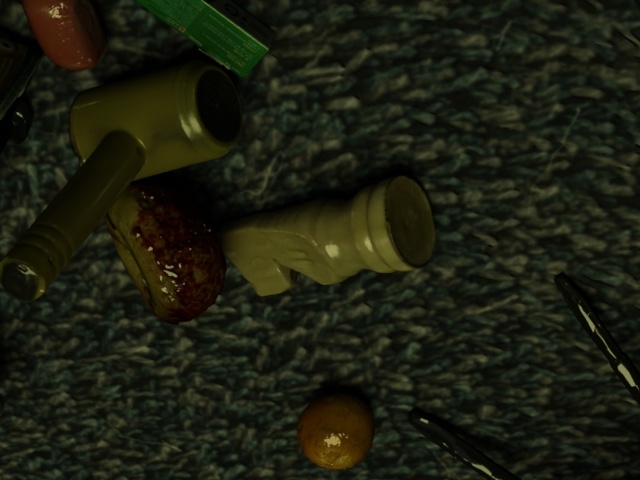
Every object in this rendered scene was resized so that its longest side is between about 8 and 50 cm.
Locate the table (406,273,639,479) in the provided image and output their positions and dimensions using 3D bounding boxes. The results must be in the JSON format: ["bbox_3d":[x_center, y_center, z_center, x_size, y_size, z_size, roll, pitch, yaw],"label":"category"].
[{"bbox_3d":[0.219,0.229,1.386,0.249,0.317,0.317,40,125,-3],"label":"table"}]

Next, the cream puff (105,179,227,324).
[{"bbox_3d":[-0.140,0.004,1.337,0.084,0.149,0.149,-29,125,-17],"label":"cream puff"}]

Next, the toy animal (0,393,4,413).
[{"bbox_3d":[-0.443,0.146,1.483,0.208,0.156,0.204,-25,116,7],"label":"toy animal"}]

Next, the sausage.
[{"bbox_3d":[-0.219,-0.191,1.241,0.054,0.059,0.094,8,133,33],"label":"sausage"}]

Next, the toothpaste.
[{"bbox_3d":[-0.123,-0.208,1.226,0.178,0.037,0.043,35,122,-15],"label":"toothpaste"}]

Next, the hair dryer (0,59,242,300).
[{"bbox_3d":[-0.173,-0.048,1.191,0.135,0.279,0.090,-10,121,29],"label":"hair dryer"}]

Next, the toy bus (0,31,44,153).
[{"bbox_3d":[-0.372,-0.078,1.312,0.167,0.138,0.275,29,129,-9],"label":"toy bus"}]

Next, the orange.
[{"bbox_3d":[0.016,0.194,1.480,0.083,0.070,0.083,2,138,1],"label":"orange"}]

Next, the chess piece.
[{"bbox_3d":[0.000,0.000,1.340,0.200,0.090,0.090,-12,124,32],"label":"chess piece"}]
